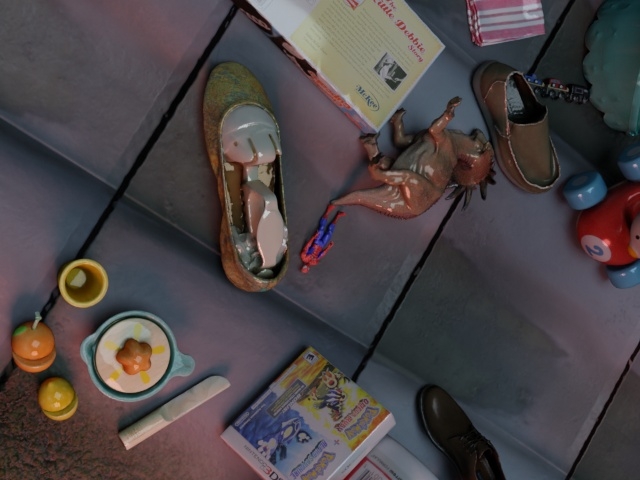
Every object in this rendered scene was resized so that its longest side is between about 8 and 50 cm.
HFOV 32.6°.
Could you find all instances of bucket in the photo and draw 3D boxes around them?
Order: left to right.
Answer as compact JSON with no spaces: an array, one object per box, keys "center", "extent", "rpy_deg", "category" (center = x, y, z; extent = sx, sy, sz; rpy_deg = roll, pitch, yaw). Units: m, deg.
[{"center":[0.615,-0.315,1.905],"extent":[0.281,0.183,0.281],"rpy_deg":[-3,98,-25],"category":"bucket"}]

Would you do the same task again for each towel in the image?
[{"center":[0.307,-0.431,1.829],"extent":[0.144,0.029,0.197],"rpy_deg":[-14,102,-24],"category":"towel"}]

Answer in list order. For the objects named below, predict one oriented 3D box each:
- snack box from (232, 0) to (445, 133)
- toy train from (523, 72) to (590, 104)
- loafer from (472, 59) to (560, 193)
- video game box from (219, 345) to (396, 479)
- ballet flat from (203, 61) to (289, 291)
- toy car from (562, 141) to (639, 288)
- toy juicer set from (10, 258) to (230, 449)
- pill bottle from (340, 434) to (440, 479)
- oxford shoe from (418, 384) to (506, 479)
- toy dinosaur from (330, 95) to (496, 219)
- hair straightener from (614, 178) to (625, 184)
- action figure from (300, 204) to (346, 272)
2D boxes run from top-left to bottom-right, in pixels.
[{"center":[0.028,-0.339,1.690],"extent":[0.322,0.060,0.187],"rpy_deg":[43,78,-23],"category":"snack box"},{"center":[0.403,-0.263,1.897],"extent":[0.158,0.027,0.036],"rpy_deg":[6,90,-26],"category":"toy train"},{"center":[0.338,-0.185,1.841],"extent":[0.094,0.087,0.251],"rpy_deg":[-38,110,-17],"category":"loafer"},{"center":[-0.020,0.290,1.680],"extent":[0.205,0.187,0.048],"rpy_deg":[-44,149,-15],"category":"video game box"},{"center":[-0.100,-0.092,1.630],"extent":[0.123,0.123,0.348],"rpy_deg":[-8,99,-25],"category":"ballet flat"},{"center":[0.553,-0.012,1.855],"extent":[0.210,0.238,0.219],"rpy_deg":[-29,110,11],"category":"toy car"},{"center":[-0.297,0.195,1.585],"extent":[0.329,0.089,0.209],"rpy_deg":[45,77,-23],"category":"toy juicer set"},{"center":[0.010,0.502,1.692],"extent":[0.408,0.229,0.229],"rpy_deg":[-44,112,-14],"category":"pill bottle"},{"center":[0.247,0.335,1.831],"extent":[0.083,0.096,0.227],"rpy_deg":[-29,81,-30],"category":"oxford shoe"},{"center":[0.171,-0.104,1.759],"extent":[0.296,0.127,0.200],"rpy_deg":[-39,118,-10],"category":"toy dinosaur"},{"center":[0.607,-0.024,2.012],"extent":[0.089,0.047,0.230],"rpy_deg":[-27,107,-20],"category":"hair straightener"},{"center":[0.000,0.000,1.738],"extent":[0.038,0.030,0.115],"rpy_deg":[32,84,-30],"category":"action figure"}]
